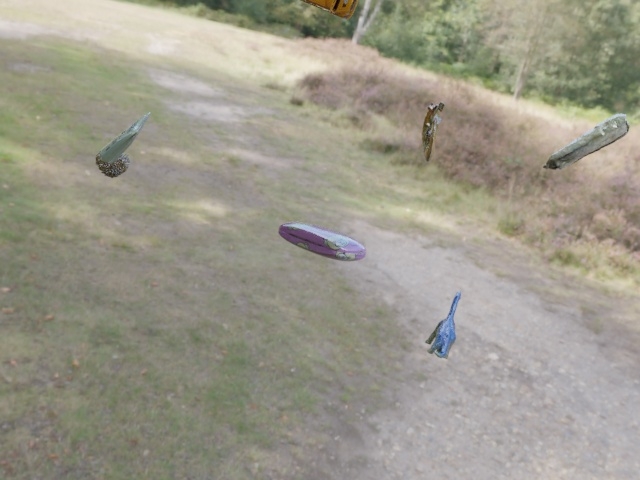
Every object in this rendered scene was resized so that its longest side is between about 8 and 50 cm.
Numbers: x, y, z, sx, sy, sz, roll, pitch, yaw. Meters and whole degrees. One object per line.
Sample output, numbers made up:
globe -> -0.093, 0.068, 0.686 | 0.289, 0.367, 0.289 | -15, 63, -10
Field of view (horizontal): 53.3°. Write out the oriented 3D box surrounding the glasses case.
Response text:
glasses case -> 0.000, 0.000, 1.861 | 0.123, 0.076, 0.316 | 4, 11, -41

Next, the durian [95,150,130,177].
durian -> -0.524, -0.202, 1.616 | 0.091, 0.080, 0.080 | -26, 9, 18

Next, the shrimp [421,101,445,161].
shrimp -> 0.343, -0.328, 1.934 | 0.052, 0.187, 0.132 | 0, 25, -7

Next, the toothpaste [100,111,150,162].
toothpaste -> -0.433, -0.217, 1.399 | 0.041, 0.218, 0.064 | 40, 52, -24

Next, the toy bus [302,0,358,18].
toy bus -> -0.007, -0.593, 1.507 | 0.194, 0.083, 0.088 | 21, 22, 0

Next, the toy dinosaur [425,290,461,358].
toy dinosaur -> 0.377, 0.252, 1.877 | 0.075, 0.188, 0.248 | 26, 8, 8

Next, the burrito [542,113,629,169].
burrito -> 0.552, -0.199, 1.330 | 0.058, 0.188, 0.045 | 32, 35, -42
